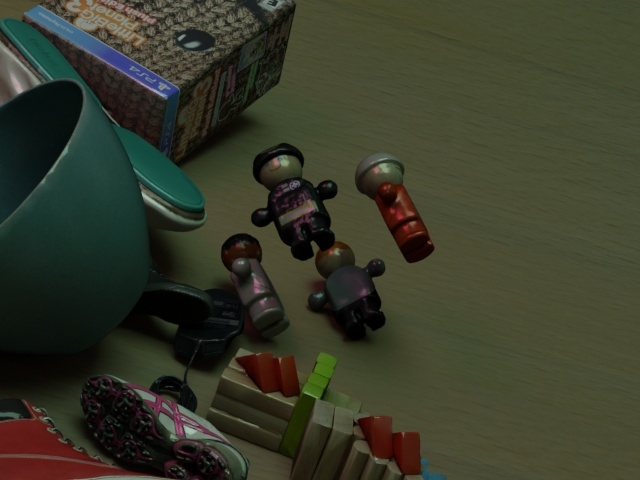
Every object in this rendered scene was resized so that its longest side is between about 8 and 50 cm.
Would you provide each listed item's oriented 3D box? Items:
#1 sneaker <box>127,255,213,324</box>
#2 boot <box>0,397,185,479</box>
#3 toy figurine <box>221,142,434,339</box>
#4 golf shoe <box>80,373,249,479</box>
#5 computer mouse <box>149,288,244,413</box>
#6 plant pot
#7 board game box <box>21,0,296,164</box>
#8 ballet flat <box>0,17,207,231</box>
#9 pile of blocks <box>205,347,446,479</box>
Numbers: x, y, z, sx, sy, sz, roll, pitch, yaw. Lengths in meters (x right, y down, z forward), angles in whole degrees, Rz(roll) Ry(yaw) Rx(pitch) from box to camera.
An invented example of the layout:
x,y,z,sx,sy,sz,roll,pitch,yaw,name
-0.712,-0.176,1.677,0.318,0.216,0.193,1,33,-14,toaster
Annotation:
x,y,z,sx,sy,sz,roll,pitch,yaw,name
-0.190,0.047,1.862,0.170,0.051,0.089,0,36,16,sneaker
-0.221,0.209,1.581,0.244,0.088,0.176,6,31,-17,boot
0.000,0.000,1.927,0.213,0.209,0.148,0,47,-30,toy figurine
-0.155,0.193,1.673,0.186,0.067,0.086,35,16,13,golf shoe
-0.133,0.133,1.810,0.071,0.041,0.242,8,36,10,computer mouse
-0.288,0.005,1.732,0.195,0.290,0.290,48,18,-28,plant pot
-0.213,-0.250,2.213,0.232,0.141,0.291,31,45,16,board game box
-0.288,-0.106,2.014,0.139,0.139,0.400,-16,51,-46,ballet flat
0.045,0.200,1.724,0.362,0.113,0.149,35,33,24,pile of blocks
